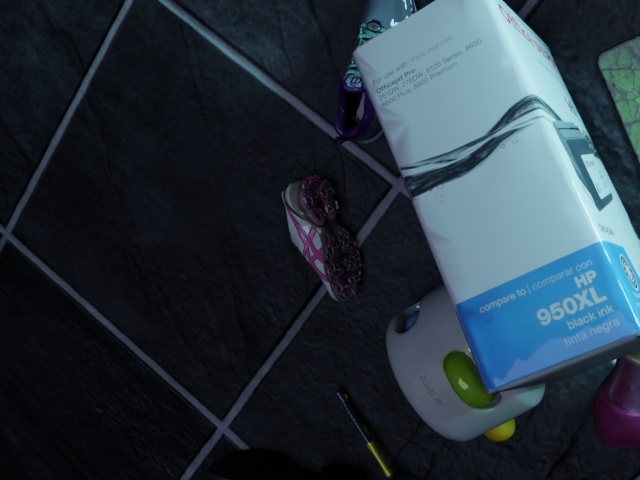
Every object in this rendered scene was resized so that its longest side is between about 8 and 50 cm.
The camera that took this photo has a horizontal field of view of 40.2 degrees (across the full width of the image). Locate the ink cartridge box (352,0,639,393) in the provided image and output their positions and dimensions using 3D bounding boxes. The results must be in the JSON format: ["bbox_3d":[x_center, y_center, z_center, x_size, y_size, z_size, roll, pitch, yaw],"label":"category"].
[{"bbox_3d":[0.223,-0.050,0.967,0.166,0.285,0.394,-28,73,24],"label":"ink cartridge box"}]

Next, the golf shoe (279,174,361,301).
[{"bbox_3d":[0.000,0.000,1.250,0.086,0.067,0.186,-14,96,51],"label":"golf shoe"}]

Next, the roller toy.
[{"bbox_3d":[0.184,0.155,1.133,0.146,0.209,0.191,-35,51,24],"label":"roller toy"}]

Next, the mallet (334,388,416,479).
[{"bbox_3d":[0.073,0.304,1.277,0.039,0.062,0.189,-37,85,23],"label":"mallet"}]

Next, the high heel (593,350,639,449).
[{"bbox_3d":[0.536,0.216,1.070,0.377,0.127,0.181,13,133,16],"label":"high heel"}]

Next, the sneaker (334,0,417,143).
[{"bbox_3d":[0.070,-0.233,1.147,0.083,0.098,0.223,15,107,19],"label":"sneaker"}]

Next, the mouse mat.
[{"bbox_3d":[0.440,-0.171,1.060,0.153,0.007,0.189,-23,93,24],"label":"mouse mat"}]

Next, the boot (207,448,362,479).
[{"bbox_3d":[-0.048,0.476,1.368,0.264,0.096,0.280,3,109,14],"label":"boot"}]
